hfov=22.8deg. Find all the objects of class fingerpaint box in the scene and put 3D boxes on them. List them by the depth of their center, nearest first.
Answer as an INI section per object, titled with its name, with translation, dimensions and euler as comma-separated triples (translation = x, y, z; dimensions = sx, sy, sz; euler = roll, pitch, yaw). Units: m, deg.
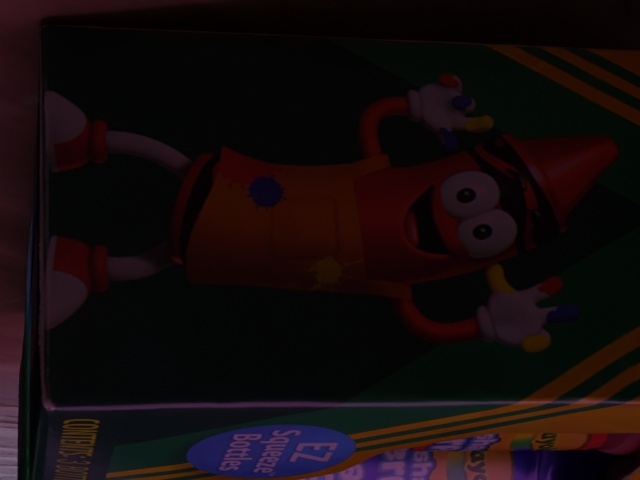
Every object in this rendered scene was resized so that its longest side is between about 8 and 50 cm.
[fingerpaint box]
translation = 0.037, 0.075, 0.796
dimensions = 0.371, 0.163, 0.445
euler = 1, 158, -12
